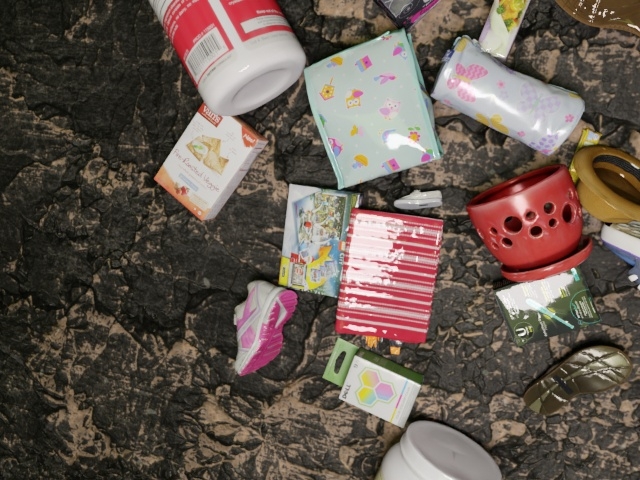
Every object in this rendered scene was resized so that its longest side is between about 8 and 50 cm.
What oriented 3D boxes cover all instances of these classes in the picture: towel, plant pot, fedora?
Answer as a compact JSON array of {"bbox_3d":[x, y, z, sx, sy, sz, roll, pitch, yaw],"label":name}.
[{"bbox_3d":[0.143,0.078,1.162,0.199,0.031,0.275,7,99,1],"label":"towel"},{"bbox_3d":[0.389,-0.027,1.021,0.191,0.191,0.174,-21,98,18],"label":"plant pot"},{"bbox_3d":[0.536,-0.088,1.006,0.194,0.194,0.079,35,142,10],"label":"fedora"}]

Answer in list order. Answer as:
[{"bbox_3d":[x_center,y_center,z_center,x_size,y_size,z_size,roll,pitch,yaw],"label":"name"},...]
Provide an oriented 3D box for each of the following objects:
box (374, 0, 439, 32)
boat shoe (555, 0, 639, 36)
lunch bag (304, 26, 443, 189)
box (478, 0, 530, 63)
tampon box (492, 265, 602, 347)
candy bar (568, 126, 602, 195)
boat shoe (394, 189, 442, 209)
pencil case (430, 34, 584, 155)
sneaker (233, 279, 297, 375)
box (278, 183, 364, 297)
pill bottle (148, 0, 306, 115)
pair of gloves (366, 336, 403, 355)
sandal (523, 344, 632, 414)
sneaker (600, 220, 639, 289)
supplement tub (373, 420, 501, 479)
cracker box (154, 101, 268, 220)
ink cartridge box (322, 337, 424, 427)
[{"bbox_3d":[0.194,-0.547,1.037,0.247,0.142,0.163,-41,84,17],"label":"box"},{"bbox_3d":[0.543,-0.429,0.988,0.285,0.089,0.104,34,130,13],"label":"boat shoe"},{"bbox_3d":[0.105,-0.259,1.091,0.223,0.160,0.262,-16,97,18],"label":"lunch bag"},{"bbox_3d":[0.380,-0.500,1.028,0.063,0.067,0.324,22,101,11],"label":"box"},{"bbox_3d":[0.432,0.116,1.066,0.161,0.101,0.120,-22,89,18],"label":"tampon box"},{"bbox_3d":[0.496,-0.137,1.061,0.040,0.018,0.161,19,101,10],"label":"candy bar"},{"bbox_3d":[0.203,-0.088,1.149,0.100,0.035,0.035,-5,68,21],"label":"boat shoe"},{"bbox_3d":[0.342,-0.268,1.022,0.273,0.113,0.124,29,83,2],"label":"pencil case"},{"bbox_3d":[-0.144,0.193,1.252,0.111,0.103,0.252,37,113,31],"label":"sneaker"},{"bbox_3d":[0.000,0.000,1.209,0.159,0.044,0.233,10,99,15],"label":"box"},{"bbox_3d":[-0.218,-0.483,1.121,0.229,0.229,0.407,-29,88,17],"label":"pill bottle"},{"bbox_3d":[0.141,0.213,1.211,0.083,0.010,0.074,7,98,15],"label":"pair of gloves"},{"bbox_3d":[0.504,0.273,1.091,0.090,0.060,0.219,49,121,12],"label":"sandal"},{"bbox_3d":[0.633,0.124,0.996,0.323,0.130,0.236,29,123,30],"label":"sneaker"},{"bbox_3d":[0.205,0.562,1.115,0.235,0.235,0.325,24,103,12],"label":"supplement tub"},{"bbox_3d":[-0.250,-0.183,1.250,0.156,0.067,0.232,40,105,8],"label":"cracker box"},{"bbox_3d":[0.108,0.308,1.204,0.209,0.062,0.109,23,103,13],"label":"ink cartridge box"}]
